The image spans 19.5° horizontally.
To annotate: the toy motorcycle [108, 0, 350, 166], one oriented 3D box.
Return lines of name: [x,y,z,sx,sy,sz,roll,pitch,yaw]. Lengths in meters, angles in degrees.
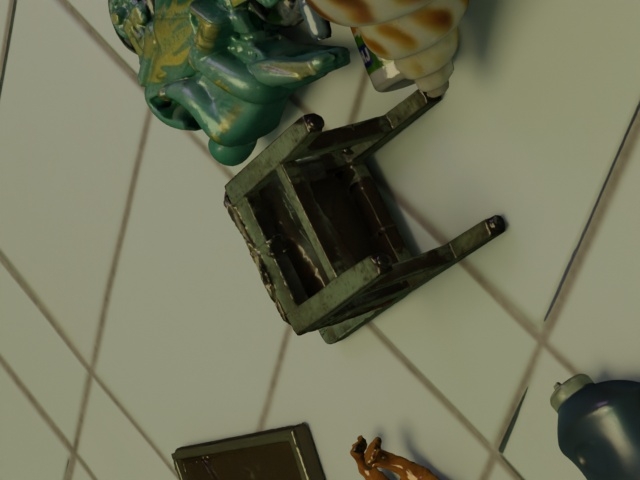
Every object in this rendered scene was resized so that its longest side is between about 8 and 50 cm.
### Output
toy motorcycle: [-0.085,-0.162,1.561,0.296,0.109,0.198,-12,97,55]

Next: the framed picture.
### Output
framed picture: [-0.035,0.336,1.779,0.232,0.024,0.315,-17,92,54]

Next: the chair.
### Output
chair: [0.000,0.000,1.484,0.270,0.147,0.136,-36,76,51]

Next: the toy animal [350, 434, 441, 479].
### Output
toy animal: [0.040,0.250,1.598,0.116,0.114,0.255,40,149,-10]

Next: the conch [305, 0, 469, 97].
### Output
conch: [0.051,-0.236,1.309,0.183,0.148,0.275,-82,1,-66]

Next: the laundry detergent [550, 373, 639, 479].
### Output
laundry detergent: [0.234,0.169,1.321,0.206,0.061,0.097,50,147,28]

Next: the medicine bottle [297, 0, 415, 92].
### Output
medicine bottle: [0.017,-0.218,1.418,0.061,0.092,0.221,3,-114,-81]
